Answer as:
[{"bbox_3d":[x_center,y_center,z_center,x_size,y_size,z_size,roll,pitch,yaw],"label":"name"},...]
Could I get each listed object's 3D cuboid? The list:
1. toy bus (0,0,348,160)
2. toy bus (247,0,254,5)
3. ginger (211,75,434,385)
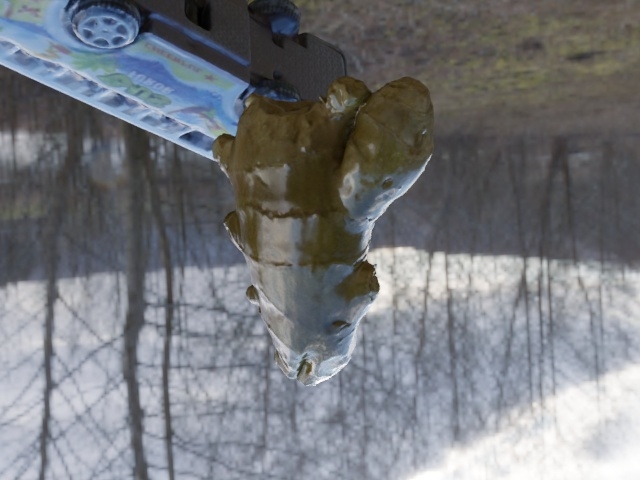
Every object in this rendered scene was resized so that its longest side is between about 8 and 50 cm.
[{"bbox_3d":[-0.126,-0.152,0.806,0.136,0.109,0.329,-26,145,38],"label":"toy bus"},{"bbox_3d":[-0.133,-0.293,1.080,0.151,0.331,0.145,13,164,9],"label":"toy bus"},{"bbox_3d":[-0.011,-0.009,0.610,0.115,0.205,0.081,10,-155,-13],"label":"ginger"}]
